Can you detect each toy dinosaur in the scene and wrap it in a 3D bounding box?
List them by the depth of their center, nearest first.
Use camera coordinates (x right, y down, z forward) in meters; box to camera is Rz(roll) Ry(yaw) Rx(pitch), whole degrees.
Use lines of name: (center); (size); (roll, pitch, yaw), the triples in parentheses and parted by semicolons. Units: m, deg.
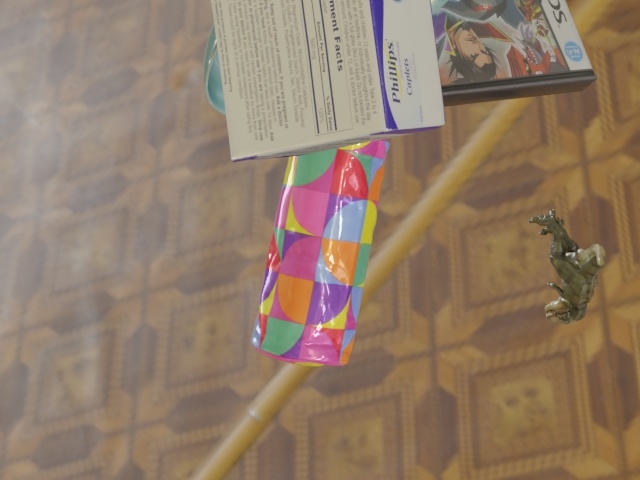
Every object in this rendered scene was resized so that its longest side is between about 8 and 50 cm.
toy dinosaur: (0.311, 0.022, 1.877); (0.064, 0.268, 0.118); (-26, 73, -8)

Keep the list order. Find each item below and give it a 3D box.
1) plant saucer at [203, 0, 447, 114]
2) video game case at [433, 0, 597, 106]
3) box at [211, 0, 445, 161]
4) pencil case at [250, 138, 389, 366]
plant saucer: (0.022, -0.226, 1.339); (0.318, 0.317, 0.043); (-36, 75, 6)
video game case: (0.151, -0.268, 1.643); (0.035, 0.275, 0.248); (-39, 65, 54)
box: (0.004, -0.124, 1.006); (0.137, 0.072, 0.126); (-7, 90, 39)
pencil case: (0.000, 0.000, 1.415); (0.104, 0.104, 0.236); (11, 91, 38)
